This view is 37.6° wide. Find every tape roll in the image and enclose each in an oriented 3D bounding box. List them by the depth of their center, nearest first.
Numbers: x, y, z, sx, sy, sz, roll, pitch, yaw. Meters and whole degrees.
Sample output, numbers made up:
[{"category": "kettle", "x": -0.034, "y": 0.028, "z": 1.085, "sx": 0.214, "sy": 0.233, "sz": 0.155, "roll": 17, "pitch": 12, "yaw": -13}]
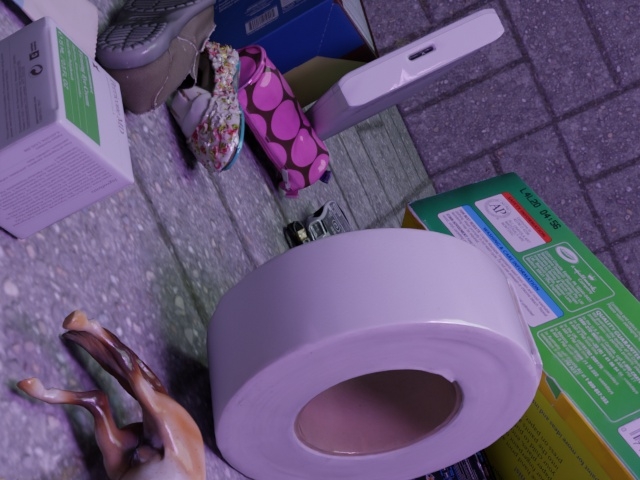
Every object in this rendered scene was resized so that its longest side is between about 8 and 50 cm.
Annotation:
[{"category": "tape roll", "x": 0.044, "y": 0.115, "z": 0.834, "sx": 0.286, "sy": 0.286, "sz": 0.100, "roll": 49, "pitch": 22, "yaw": -47}]

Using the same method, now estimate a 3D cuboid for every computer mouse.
[{"category": "computer mouse", "x": 0.000, "y": 0.000, "z": 1.344, "sx": 0.106, "sy": 0.042, "sz": 0.193, "roll": 59, "pitch": 21, "yaw": -9}]

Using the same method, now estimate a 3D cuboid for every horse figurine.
[{"category": "horse figurine", "x": -0.129, "y": 0.159, "z": 0.602, "sx": 0.174, "sy": 0.066, "sz": 0.263, "roll": 49, "pitch": 24, "yaw": -33}]

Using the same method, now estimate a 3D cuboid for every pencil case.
[{"category": "pencil case", "x": -0.065, "y": -0.156, "z": 1.262, "sx": 0.209, "sy": 0.095, "sz": 0.098, "roll": 54, "pitch": 56, "yaw": -39}]

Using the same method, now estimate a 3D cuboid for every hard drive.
[{"category": "hard drive", "x": 0.089, "y": -0.219, "z": 1.340, "sx": 0.047, "sy": 0.233, "sz": 0.353, "roll": 63, "pitch": -13, "yaw": -2}]

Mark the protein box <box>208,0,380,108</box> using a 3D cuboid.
[{"category": "protein box", "x": -0.045, "y": -0.307, "z": 1.341, "sx": 0.136, "sy": 0.199, "sz": 0.201, "roll": 48, "pitch": 23, "yaw": -42}]

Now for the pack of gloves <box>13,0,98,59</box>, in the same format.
[{"category": "pack of gloves", "x": -0.285, "y": -0.280, "z": 0.827, "sx": 0.232, "sy": 0.046, "sz": 0.195, "roll": 41, "pitch": 40, "yaw": -52}]

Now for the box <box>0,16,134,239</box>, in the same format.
[{"category": "box", "x": -0.198, "y": -0.076, "z": 0.652, "sx": 0.087, "sy": 0.102, "sz": 0.101, "roll": 48, "pitch": 22, "yaw": -55}]

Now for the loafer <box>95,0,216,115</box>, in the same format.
[{"category": "loafer", "x": -0.173, "y": -0.206, "z": 1.007, "sx": 0.251, "sy": 0.094, "sz": 0.087, "roll": -67, "pitch": 156, "yaw": -58}]

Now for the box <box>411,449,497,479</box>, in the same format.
[{"category": "box", "x": 0.090, "y": 0.252, "z": 0.993, "sx": 0.220, "sy": 0.175, "sz": 0.051, "roll": 68, "pitch": 17, "yaw": 9}]

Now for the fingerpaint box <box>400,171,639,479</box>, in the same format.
[{"category": "fingerpaint box", "x": 0.242, "y": 0.211, "z": 1.039, "sx": 0.445, "sy": 0.163, "sz": 0.371, "roll": 54, "pitch": -30, "yaw": 35}]

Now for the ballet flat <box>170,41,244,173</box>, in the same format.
[{"category": "ballet flat", "x": -0.135, "y": -0.159, "z": 1.083, "sx": 0.077, "sy": 0.091, "sz": 0.241, "roll": 24, "pitch": 29, "yaw": -22}]
